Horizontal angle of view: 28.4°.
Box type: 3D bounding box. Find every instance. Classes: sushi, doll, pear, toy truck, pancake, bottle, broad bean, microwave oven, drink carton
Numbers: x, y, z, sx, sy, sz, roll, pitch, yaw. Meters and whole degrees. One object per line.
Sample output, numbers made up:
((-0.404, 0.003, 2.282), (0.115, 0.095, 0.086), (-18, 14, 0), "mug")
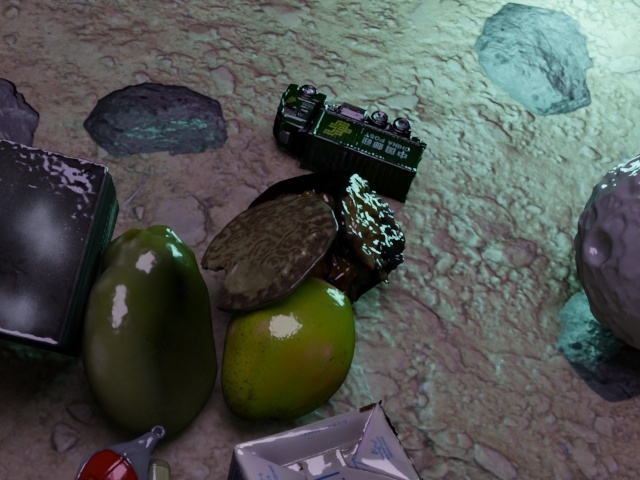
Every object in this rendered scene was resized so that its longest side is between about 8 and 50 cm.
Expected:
((-0.002, 0.002, 1.919), (0.213, 0.204, 0.200), (57, 22, -8), "sushi")
((-0.282, 0.325, 1.631), (0.102, 0.075, 0.227), (36, 71, 16), "doll")
((-0.051, 0.161, 1.778), (0.187, 0.187, 0.219), (22, 64, 7), "pear")
((0.045, -0.170, 2.129), (0.259, 0.088, 0.121), (20, 49, 4), "toy truck")
((-0.073, 0.012, 1.780), (0.212, 0.029, 0.235), (-28, 34, 8), "pancake")
((-0.221, 0.344, 1.670), (0.063, 0.047, 0.101), (-21, 54, 18), "bottle")
((-0.231, 0.124, 1.723), (0.119, 0.291, 0.238), (-6, -2, 31), "broad bean")
((-0.510, -0.011, 1.678), (0.432, 0.374, 0.236), (15, 80, -5), "microwave oven")
((-0.015, 0.347, 1.522), (0.194, 0.324, 0.132), (-12, 53, -22), "drink carton")

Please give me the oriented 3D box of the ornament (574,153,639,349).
((0.547, 0.016, 1.927), (0.337, 0.337, 0.337), (6, 50, -7), "ornament")
